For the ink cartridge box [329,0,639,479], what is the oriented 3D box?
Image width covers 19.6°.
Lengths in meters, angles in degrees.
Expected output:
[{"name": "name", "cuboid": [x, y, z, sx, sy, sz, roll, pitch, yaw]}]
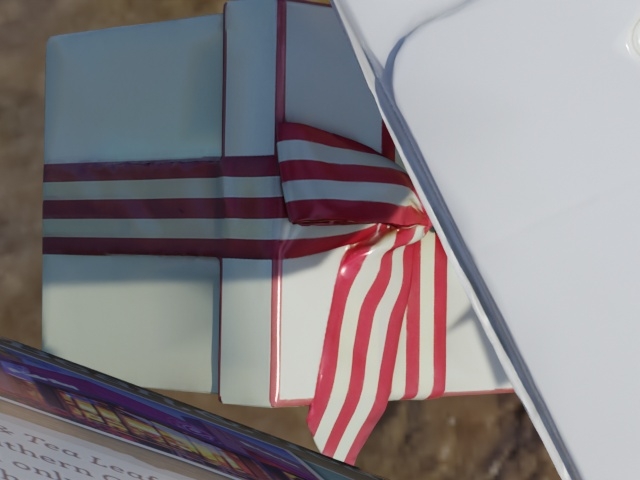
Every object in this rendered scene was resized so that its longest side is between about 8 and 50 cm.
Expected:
[{"name": "ink cartridge box", "cuboid": [0.142, -0.050, 0.465, 0.171, 0.168, 0.233, -28, -2, 29]}]

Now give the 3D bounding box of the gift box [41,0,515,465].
[{"name": "gift box", "cuboid": [0.000, 0.000, 1.132, 0.255, 0.276, 0.258, -5, 3, -43]}]

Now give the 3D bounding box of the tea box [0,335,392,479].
[{"name": "tea box", "cuboid": [-0.094, 0.195, 0.421, 0.329, 0.323, 0.220, 21, 2, -19]}]
